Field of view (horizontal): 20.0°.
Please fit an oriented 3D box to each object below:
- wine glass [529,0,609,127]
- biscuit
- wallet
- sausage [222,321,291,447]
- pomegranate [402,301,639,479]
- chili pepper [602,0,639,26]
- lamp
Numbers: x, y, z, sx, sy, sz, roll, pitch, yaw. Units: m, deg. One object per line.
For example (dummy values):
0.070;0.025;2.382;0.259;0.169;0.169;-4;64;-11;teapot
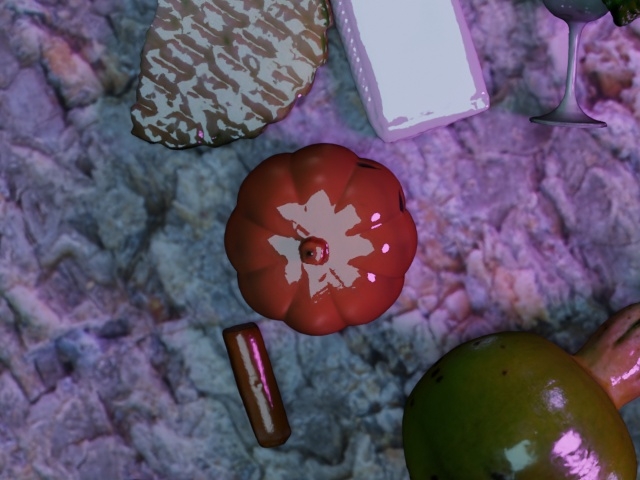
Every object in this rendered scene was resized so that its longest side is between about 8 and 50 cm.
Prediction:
0.243;-0.208;1.737;0.079;0.079;0.196;4;99;4;wine glass
-0.080;-0.212;1.781;0.187;0.036;0.274;16;98;6;biscuit
0.085;-0.194;1.776;0.124;0.032;0.183;-18;94;7;wallet
-0.062;0.147;1.826;0.039;0.041;0.131;-20;96;-15;sausage
0.222;0.171;1.728;0.302;0.236;0.236;-36;93;-4;pomegranate
0.317;-0.240;1.705;0.182;0.073;0.050;-27;100;-35;chili pepper
0.000;0.000;1.741;0.187;0.164;0.188;1;100;5;lamp
